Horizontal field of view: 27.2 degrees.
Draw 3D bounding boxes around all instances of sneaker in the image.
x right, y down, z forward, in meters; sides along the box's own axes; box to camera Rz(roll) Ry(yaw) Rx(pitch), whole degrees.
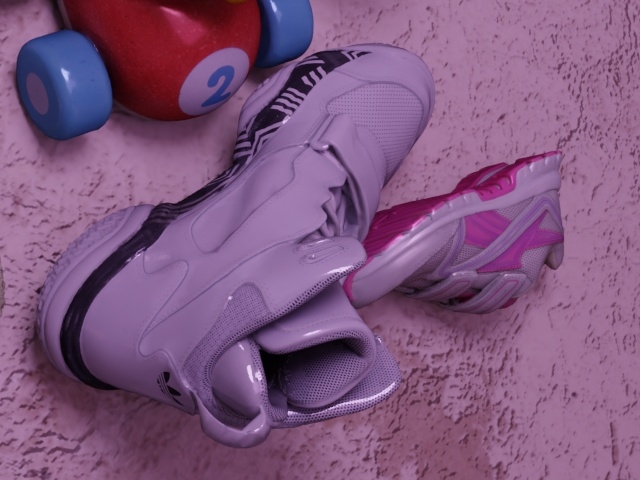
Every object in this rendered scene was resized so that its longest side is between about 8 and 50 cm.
[{"bbox_3d":[0.117,0.012,1.069,0.252,0.103,0.111,-23,97,-32],"label":"sneaker"},{"bbox_3d":[0.000,0.000,0.913,0.366,0.210,0.137,-40,133,-27],"label":"sneaker"}]

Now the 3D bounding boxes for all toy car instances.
[{"bbox_3d":[-0.081,-0.193,0.875,0.219,0.238,0.210,-24,99,-32],"label":"toy car"}]

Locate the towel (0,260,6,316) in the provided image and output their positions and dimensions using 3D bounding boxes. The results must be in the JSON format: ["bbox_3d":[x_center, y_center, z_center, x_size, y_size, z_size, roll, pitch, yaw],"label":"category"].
[{"bbox_3d":[-0.266,-0.013,0.864,0.110,0.027,0.148,-12,93,-34],"label":"towel"}]
